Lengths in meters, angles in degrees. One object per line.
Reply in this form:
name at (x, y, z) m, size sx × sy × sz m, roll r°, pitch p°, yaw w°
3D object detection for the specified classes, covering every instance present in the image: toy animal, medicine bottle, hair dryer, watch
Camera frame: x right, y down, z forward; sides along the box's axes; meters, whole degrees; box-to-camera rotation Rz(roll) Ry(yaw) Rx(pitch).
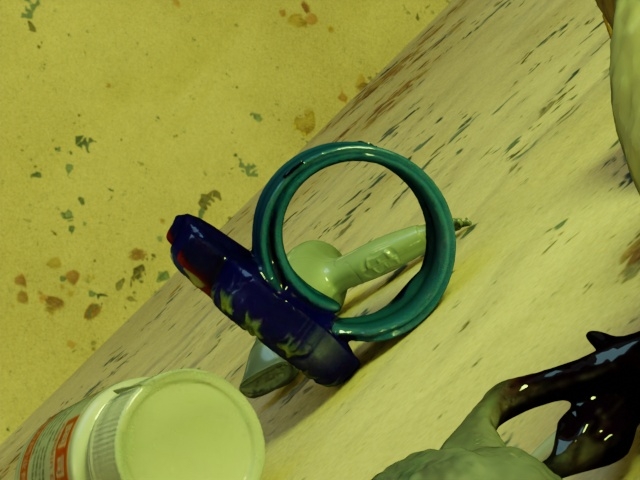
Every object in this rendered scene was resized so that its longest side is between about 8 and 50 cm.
toy animal at (0.082, 0.132, 0.868) m, size 0.195 × 0.090 × 0.324 m, roll -28°, pitch 14°, yaw 25°
medicine bottle at (-0.149, 0.185, 1.569) m, size 0.144 × 0.144 × 0.252 m, roll -46°, pitch 9°, yaw -31°
hair dryer at (0.039, 0.042, 1.808) m, size 0.237 × 0.075 × 0.206 m, roll -29°, pitch 19°, yaw 27°
watch at (0.006, 0.006, 1.627) m, size 0.200 × 0.196 × 0.171 m, roll -49°, pitch 17°, yaw 2°

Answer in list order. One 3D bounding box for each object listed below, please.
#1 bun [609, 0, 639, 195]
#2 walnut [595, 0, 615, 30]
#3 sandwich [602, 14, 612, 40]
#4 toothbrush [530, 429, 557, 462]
bun at (0.283, -0.091, 0.668) m, size 0.361 × 0.213 × 0.361 m, roll -32°, pitch 40°, yaw 31°
walnut at (0.281, -0.178, 0.926) m, size 0.313 × 0.277 × 0.252 m, roll -52°, pitch 18°, yaw 10°
sandwich at (0.309, -0.116, 1.439) m, size 0.117 × 0.144 × 0.187 m, roll -38°, pitch 44°, yaw 29°
toothbrush at (0.147, 0.092, 1.026) m, size 0.286 × 0.025 × 0.020 m, roll -38°, pitch 5°, yaw 23°
